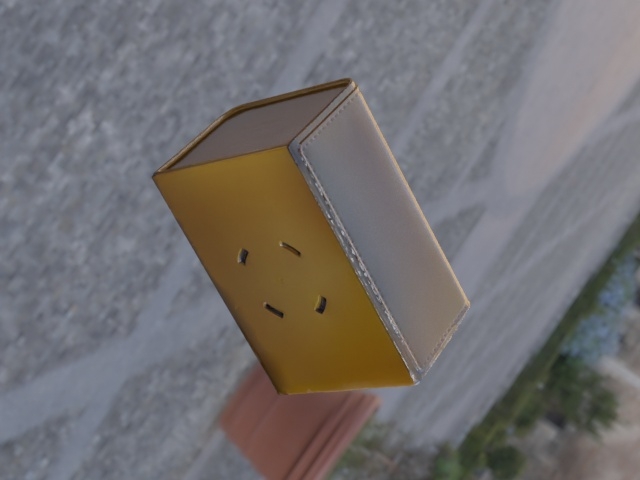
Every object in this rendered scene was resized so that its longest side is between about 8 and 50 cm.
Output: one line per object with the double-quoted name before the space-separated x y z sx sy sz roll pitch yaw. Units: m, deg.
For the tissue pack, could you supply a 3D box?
"tissue pack" 0.000 0.000 1.429 0.194 0.274 0.145 -7 -150 44
